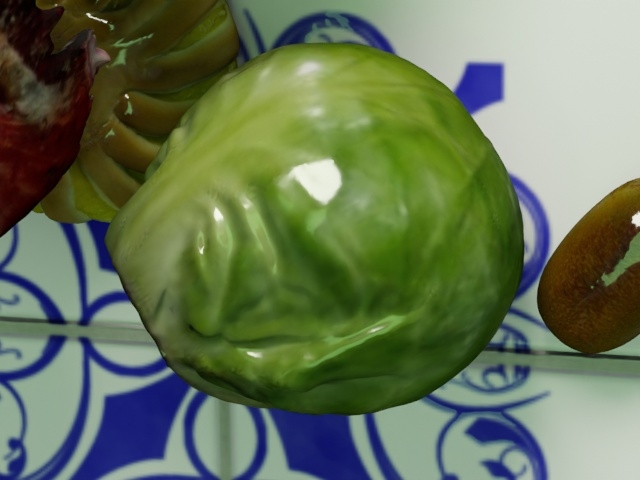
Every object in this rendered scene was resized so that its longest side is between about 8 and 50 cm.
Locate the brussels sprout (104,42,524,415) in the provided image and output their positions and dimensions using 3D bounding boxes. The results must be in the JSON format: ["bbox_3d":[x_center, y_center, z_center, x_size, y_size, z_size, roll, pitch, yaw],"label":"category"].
[{"bbox_3d":[0.000,0.000,1.194,0.244,0.244,0.244,4,103,16],"label":"brussels sprout"}]

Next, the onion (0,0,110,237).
[{"bbox_3d":[-0.284,-0.115,1.078,0.341,0.341,0.341,4,103,16],"label":"onion"}]

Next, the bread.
[{"bbox_3d":[-0.150,-0.112,1.266,0.213,0.105,0.213,3,102,13],"label":"bread"}]

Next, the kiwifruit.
[{"bbox_3d":[0.183,0.016,1.207,0.075,0.075,0.124,43,114,4],"label":"kiwifruit"}]
